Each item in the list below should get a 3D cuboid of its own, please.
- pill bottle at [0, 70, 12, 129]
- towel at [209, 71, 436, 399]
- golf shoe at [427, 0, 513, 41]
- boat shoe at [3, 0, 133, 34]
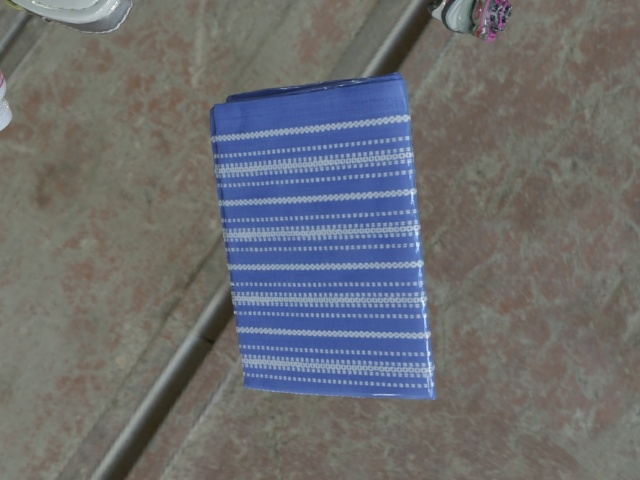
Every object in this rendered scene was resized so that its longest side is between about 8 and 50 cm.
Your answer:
[{"bbox_3d":[-0.437,-0.207,1.084,0.087,0.160,0.087,-7,44,7],"label":"pill bottle"},{"bbox_3d":[0.000,0.000,0.957,0.243,0.040,0.336,-3,97,31],"label":"towel"},{"bbox_3d":[0.160,-0.293,0.863,0.086,0.067,0.186,26,106,27],"label":"golf shoe"},{"bbox_3d":[-0.295,-0.291,0.942,0.324,0.097,0.116,33,81,31],"label":"boat shoe"}]
